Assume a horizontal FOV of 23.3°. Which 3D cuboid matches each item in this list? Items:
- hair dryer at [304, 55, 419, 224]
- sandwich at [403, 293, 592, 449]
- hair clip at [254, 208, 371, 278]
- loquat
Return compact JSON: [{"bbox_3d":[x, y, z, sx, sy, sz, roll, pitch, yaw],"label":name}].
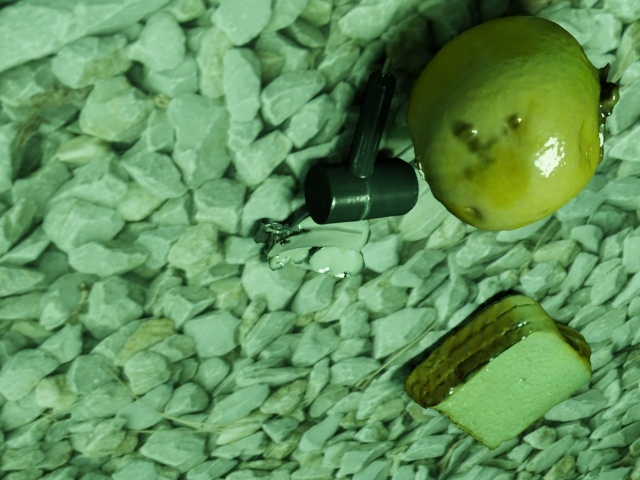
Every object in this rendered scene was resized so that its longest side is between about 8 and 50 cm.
[{"bbox_3d":[0.062,-0.117,1.784,0.124,0.071,0.219,-10,131,-27],"label":"hair dryer"},{"bbox_3d":[0.266,0.189,2.251,0.226,0.087,0.251,-38,145,14],"label":"sandwich"},{"bbox_3d":[0.000,-0.001,1.884,0.172,0.049,0.116,0,139,-38],"label":"hair clip"},{"bbox_3d":[0.213,-0.133,1.715,0.244,0.244,0.244,-18,142,-15],"label":"loquat"}]
